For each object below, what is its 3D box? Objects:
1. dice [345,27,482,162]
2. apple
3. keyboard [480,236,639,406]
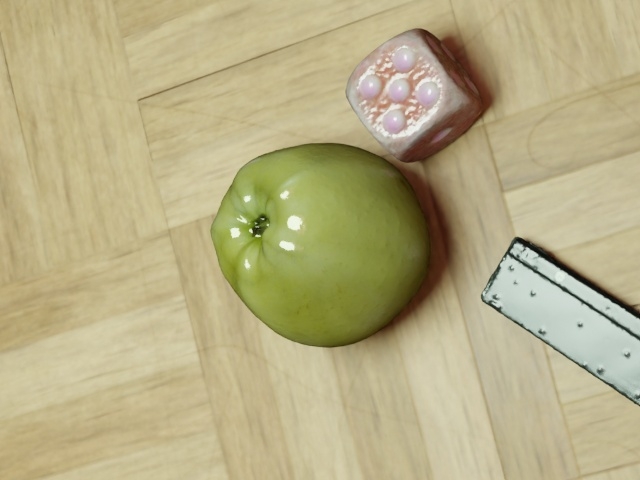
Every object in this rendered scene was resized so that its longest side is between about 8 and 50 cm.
[{"bbox_3d":[0.085,-0.130,1.709,0.094,0.093,0.091,-37,74,15],"label":"dice"},{"bbox_3d":[0.000,0.000,1.691,0.200,0.200,0.200,-2,85,22],"label":"apple"},{"bbox_3d":[0.250,0.083,1.667,0.231,0.023,0.072,34,105,21],"label":"keyboard"}]
